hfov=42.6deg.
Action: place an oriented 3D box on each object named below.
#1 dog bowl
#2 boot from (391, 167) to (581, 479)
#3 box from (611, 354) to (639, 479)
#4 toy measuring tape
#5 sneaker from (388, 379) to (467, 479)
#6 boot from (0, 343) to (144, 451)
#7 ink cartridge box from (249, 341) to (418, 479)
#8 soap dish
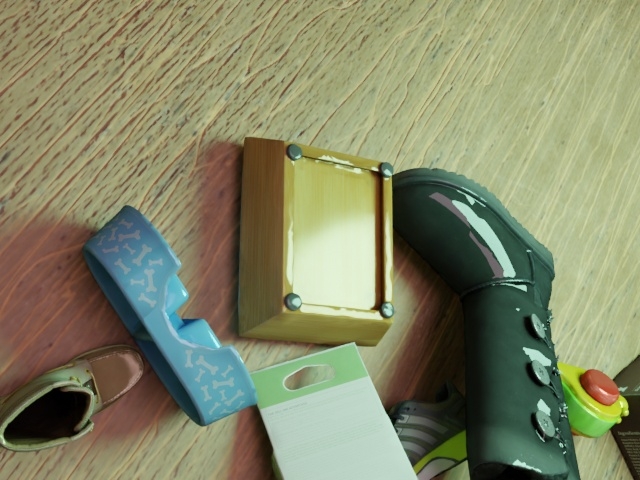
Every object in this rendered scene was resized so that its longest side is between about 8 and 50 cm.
[{"bbox_3d":[-0.190,0.101,1.012,0.074,0.166,0.297,-35,99,-22],"label":"dog bowl"},{"bbox_3d":[0.229,0.144,1.205,0.367,0.146,0.445,28,49,-24],"label":"boot"},{"bbox_3d":[0.689,0.404,1.521,0.191,0.143,0.381,-30,94,-34],"label":"box"},{"bbox_3d":[0.399,0.263,1.376,0.330,0.121,0.121,17,70,-25],"label":"toy measuring tape"},{"bbox_3d":[0.118,0.307,1.207,0.300,0.111,0.121,-19,70,-34],"label":"sneaker"},{"bbox_3d":[-0.276,0.177,0.929,0.213,0.165,0.077,-23,92,-33],"label":"boot"},{"bbox_3d":[0.012,0.270,1.116,0.171,0.056,0.235,-14,54,-16],"label":"ink cartridge box"},{"bbox_3d":[0.000,0.000,1.179,0.229,0.118,0.290,9,73,-31],"label":"soap dish"}]
